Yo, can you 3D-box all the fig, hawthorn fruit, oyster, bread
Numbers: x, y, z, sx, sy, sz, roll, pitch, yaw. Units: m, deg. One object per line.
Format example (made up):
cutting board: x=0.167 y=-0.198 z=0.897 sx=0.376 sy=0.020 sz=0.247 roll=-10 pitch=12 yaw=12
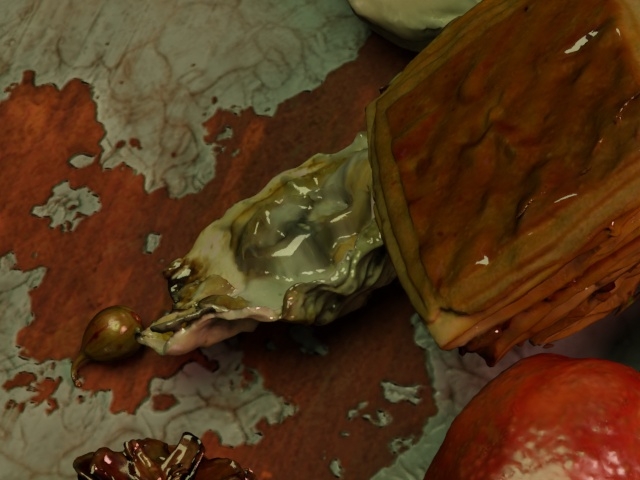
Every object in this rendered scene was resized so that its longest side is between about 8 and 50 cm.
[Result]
fig: x=-0.191 y=0.093 z=1.675 sx=0.083 sy=0.050 sz=0.050 roll=-45 pitch=55 yaw=8
hawthorn fruit: x=0.187 y=0.175 z=1.425 sx=0.205 sy=0.205 sz=0.253 roll=18 pitch=53 yaw=25
oyster: x=0.002 y=0.003 z=1.652 sx=0.355 sy=0.107 sz=0.201 roll=-35 pitch=23 yaw=-1
bread: x=0.186 y=-0.063 z=1.481 sx=0.277 sy=0.167 sz=0.324 roll=-36 pitch=36 yaw=21

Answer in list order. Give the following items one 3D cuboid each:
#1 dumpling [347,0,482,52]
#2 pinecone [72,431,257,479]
dumpling: x=0.128 y=-0.278 z=1.786 sx=0.243 sy=0.187 sz=0.318 roll=-12 pitch=52 yaw=-43
pinecone: x=-0.129 y=0.246 z=1.455 sx=0.222 sy=0.221 sz=0.221 roll=-7 pitch=56 yaw=11
